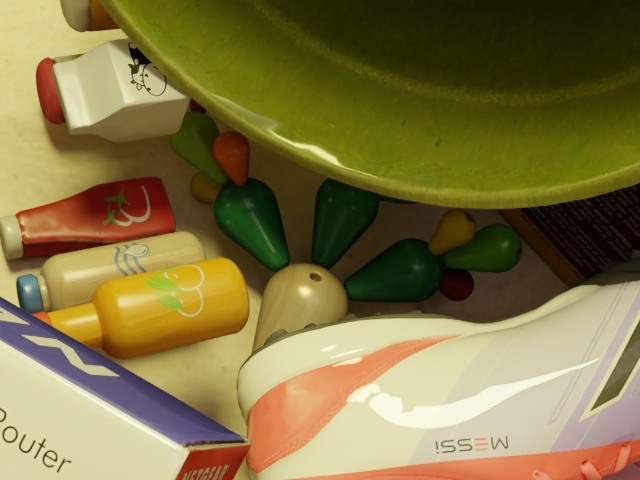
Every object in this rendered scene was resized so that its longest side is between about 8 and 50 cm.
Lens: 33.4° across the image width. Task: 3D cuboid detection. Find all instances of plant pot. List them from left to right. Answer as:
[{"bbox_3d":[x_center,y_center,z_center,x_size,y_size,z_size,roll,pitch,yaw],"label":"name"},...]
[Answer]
[{"bbox_3d":[0.096,-0.267,0.524,0.366,0.366,0.353,34,49,-3],"label":"plant pot"}]

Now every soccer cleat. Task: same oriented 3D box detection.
[{"bbox_3d":[0.120,0.085,0.534,0.318,0.108,0.116,-10,56,-2],"label":"soccer cleat"}]

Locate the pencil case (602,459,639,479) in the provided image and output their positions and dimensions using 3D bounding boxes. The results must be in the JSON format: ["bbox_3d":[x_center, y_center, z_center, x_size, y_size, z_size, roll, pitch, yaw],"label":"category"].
[{"bbox_3d":[0.100,0.192,0.550,0.284,0.124,0.124,-26,78,-26],"label":"pencil case"}]

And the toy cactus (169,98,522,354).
[{"bbox_3d":[0.000,0.000,0.626,0.219,0.112,0.180,23,80,-11],"label":"toy cactus"}]

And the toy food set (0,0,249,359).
[{"bbox_3d":[-0.128,-0.039,0.575,0.104,0.111,0.232,-12,72,-24],"label":"toy food set"}]

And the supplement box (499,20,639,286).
[{"bbox_3d":[0.238,-0.041,0.658,0.129,0.194,0.191,-39,84,-29],"label":"supplement box"}]

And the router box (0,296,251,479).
[{"bbox_3d":[-0.241,0.122,0.362,0.335,0.082,0.301,28,86,13],"label":"router box"}]
